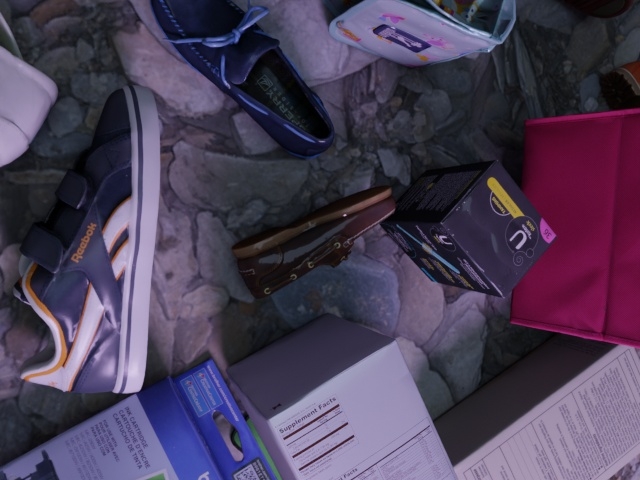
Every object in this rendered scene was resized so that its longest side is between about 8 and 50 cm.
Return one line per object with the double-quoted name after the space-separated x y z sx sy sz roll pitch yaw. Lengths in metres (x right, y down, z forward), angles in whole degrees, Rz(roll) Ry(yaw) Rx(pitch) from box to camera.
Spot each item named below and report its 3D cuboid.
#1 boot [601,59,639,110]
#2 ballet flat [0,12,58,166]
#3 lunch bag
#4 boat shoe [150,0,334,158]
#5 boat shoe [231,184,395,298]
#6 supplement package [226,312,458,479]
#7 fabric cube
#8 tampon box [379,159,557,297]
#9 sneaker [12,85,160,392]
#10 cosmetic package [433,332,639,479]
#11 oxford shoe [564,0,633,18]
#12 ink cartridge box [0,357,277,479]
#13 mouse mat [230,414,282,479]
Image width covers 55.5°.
0.482 -0.190 0.883 0.085 0.059 0.158 -30 94 -22 "boot"
-0.408 -0.244 0.553 0.139 0.139 0.400 -45 109 -12 "ballet flat"
0.081 -0.305 0.655 0.160 0.223 0.262 -36 105 -8 "lunch bag"
-0.071 -0.204 0.677 0.258 0.089 0.109 38 80 -17 "boat shoe"
0.000 0.000 0.724 0.207 0.073 0.073 -24 102 -9 "boat shoe"
0.022 0.212 0.666 0.149 0.194 0.203 -28 101 -17 "supplement package"
0.411 -0.011 0.737 0.254 0.259 0.258 2 92 -38 "fabric cube"
0.170 -0.016 0.731 0.101 0.161 0.120 -46 106 -12 "tampon box"
-0.235 -0.001 0.611 0.127 0.126 0.321 4 93 -25 "sneaker"
0.291 0.261 0.813 0.309 0.113 0.160 -28 101 -15 "cosmetic package"
0.312 -0.451 0.784 0.348 0.123 0.130 47 73 -16 "oxford shoe"
-0.211 0.275 0.639 0.311 0.065 0.185 -27 81 -18 "ink cartridge box"
0.000 0.223 0.766 0.189 0.007 0.152 -47 106 -13 "mouse mat"
